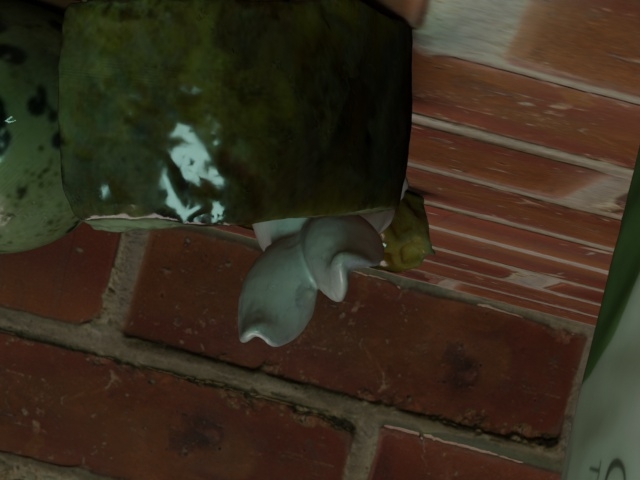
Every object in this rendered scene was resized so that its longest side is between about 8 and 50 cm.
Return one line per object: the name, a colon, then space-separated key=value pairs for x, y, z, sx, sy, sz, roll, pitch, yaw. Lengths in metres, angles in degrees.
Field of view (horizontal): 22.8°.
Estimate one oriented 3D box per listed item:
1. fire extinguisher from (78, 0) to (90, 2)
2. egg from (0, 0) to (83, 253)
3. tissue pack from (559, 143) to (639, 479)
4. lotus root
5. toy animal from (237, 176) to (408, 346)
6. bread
fire extinguisher: x=-0.170 y=-0.157 z=0.840 sx=0.158 sy=0.043 sz=0.064 roll=14 pitch=-166 yaw=8
egg: x=-0.224 y=-0.082 z=1.123 sx=0.177 sy=0.177 sz=0.228 roll=15 pitch=-172 yaw=-5
tissue pack: x=0.235 y=0.092 z=0.600 sx=0.266 sy=0.357 sz=0.194 roll=14 pitch=176 yaw=-4
lotus root: x=-0.031 y=-0.067 z=0.858 sx=0.138 sy=0.119 sz=0.235 roll=-3 pitch=180 yaw=33
toy animal: x=0.002 y=-0.002 z=1.048 sx=0.103 sy=0.221 sz=0.131 roll=-19 pitch=133 yaw=16
bread: x=-0.013 y=-0.037 z=1.571 sx=0.269 sy=0.098 sz=0.087 roll=18 pitch=133 yaw=-31
